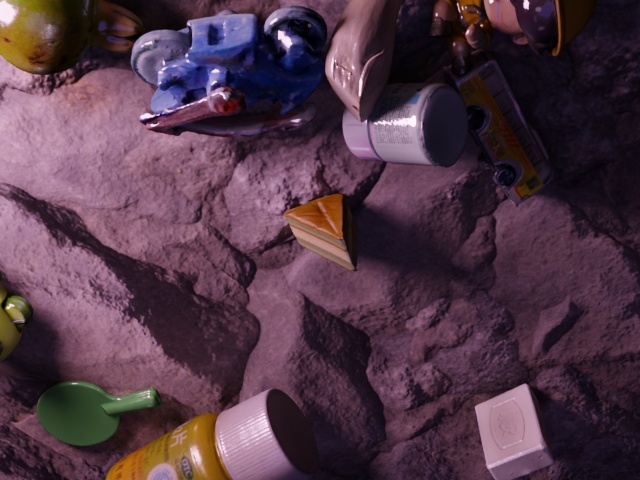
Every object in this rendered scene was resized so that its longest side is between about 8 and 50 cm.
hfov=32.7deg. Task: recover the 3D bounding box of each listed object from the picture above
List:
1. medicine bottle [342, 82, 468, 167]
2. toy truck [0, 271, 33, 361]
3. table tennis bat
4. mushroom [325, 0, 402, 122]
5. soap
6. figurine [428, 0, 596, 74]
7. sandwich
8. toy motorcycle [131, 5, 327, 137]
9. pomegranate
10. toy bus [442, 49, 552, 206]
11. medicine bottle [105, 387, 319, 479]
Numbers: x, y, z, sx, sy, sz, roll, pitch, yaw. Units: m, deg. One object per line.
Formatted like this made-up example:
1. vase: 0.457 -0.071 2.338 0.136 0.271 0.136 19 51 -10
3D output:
1. medicine bottle: 0.134 -0.186 1.751 0.168 0.135 0.135 5 131 42
2. toy truck: -0.650 0.130 1.967 0.210 0.148 0.187 1 127 27
3. table tennis bat: -0.435 0.332 2.151 0.257 0.039 0.160 -13 121 13
4. mushroom: 0.071 -0.311 1.674 0.108 0.096 0.247 16 89 -14
5. soap: 0.374 0.373 2.108 0.121 0.183 0.064 -25 119 14
6. figurine: 0.295 -0.367 1.668 0.256 0.167 0.192 -9 112 33
7. sandwich: 0.000 0.000 1.881 0.113 0.163 0.079 -18 120 11
8. toy motorcycle: -0.133 -0.272 1.733 0.319 0.241 0.182 -7 81 9
9. pomegranate: -0.408 -0.327 1.674 0.241 0.159 0.190 37 114 -27
10. toy bus: 0.295 -0.187 1.821 0.106 0.092 0.268 -31 117 5
11. medicine bottle: -0.210 0.453 2.118 0.384 0.224 0.224 -29 118 16
